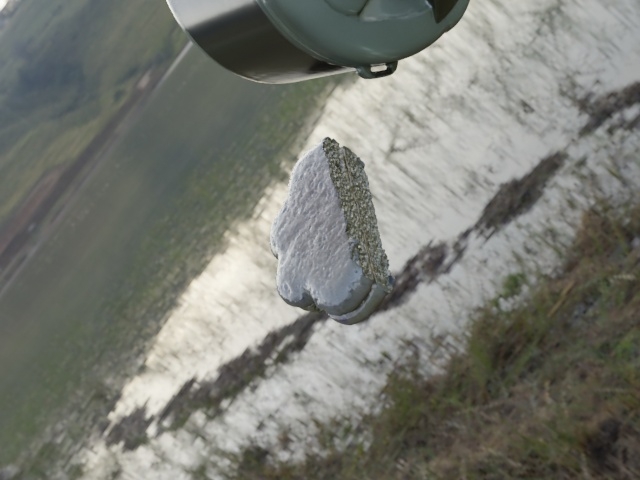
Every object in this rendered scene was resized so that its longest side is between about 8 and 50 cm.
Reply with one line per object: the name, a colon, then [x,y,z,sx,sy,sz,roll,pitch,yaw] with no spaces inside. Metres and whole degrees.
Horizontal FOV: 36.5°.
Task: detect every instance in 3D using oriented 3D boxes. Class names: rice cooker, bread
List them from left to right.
rice cooker: [-0.002,-0.355,1.127,0.335,0.335,0.325,-57,27,-16]
bread: [0.005,0.001,1.479,0.183,0.102,0.337,-44,37,30]
